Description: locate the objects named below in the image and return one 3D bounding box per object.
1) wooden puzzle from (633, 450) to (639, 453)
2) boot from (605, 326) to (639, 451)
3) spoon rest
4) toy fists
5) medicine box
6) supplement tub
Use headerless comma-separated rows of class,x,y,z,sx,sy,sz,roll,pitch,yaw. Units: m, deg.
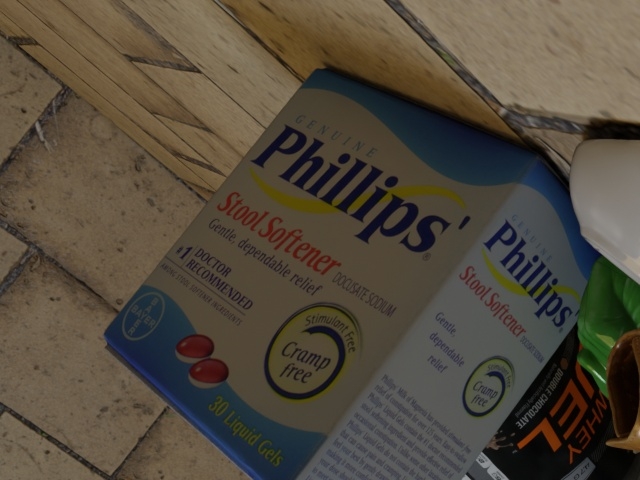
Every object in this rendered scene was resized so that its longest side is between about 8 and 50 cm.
wooden puzzle,0.258,0.154,0.834,0.078,0.014,0.116,21,168,14
boot,0.254,0.108,0.557,0.211,0.104,0.295,11,-176,-2
spoon rest,0.200,-0.006,0.614,0.137,0.084,0.276,39,-173,-1
toy fists,0.268,0.100,0.836,0.142,0.096,0.279,32,173,44
medicine box,0.023,0.046,0.899,0.263,0.289,0.149,30,171,48
supplement tub,0.165,0.146,1.095,0.338,0.207,0.207,46,170,-26
